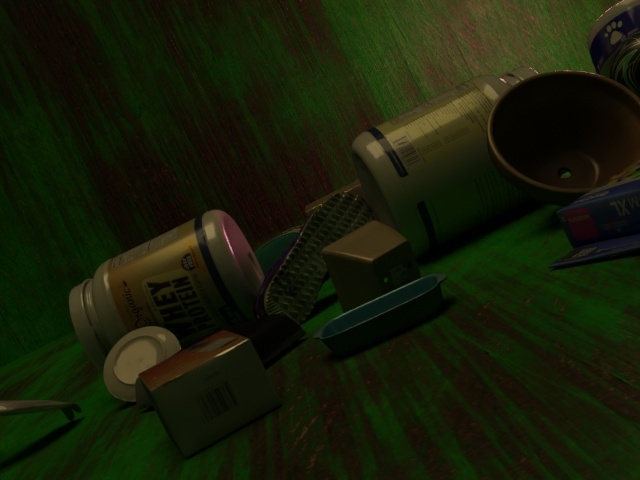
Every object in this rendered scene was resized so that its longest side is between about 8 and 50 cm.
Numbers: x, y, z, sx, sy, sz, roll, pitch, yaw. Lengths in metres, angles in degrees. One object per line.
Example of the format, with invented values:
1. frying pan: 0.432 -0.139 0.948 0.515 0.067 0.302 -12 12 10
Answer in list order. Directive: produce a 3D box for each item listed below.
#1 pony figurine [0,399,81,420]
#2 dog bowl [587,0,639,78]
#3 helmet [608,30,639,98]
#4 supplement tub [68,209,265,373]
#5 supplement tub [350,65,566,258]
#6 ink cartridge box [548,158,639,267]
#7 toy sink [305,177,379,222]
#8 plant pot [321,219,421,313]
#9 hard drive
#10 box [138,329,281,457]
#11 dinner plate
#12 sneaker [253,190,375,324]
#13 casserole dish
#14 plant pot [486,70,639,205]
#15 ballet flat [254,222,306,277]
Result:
1. pony figurine: -0.636 0.273 1.634 0.303 0.363 0.351 -32 -13 22
2. dog bowl: 0.749 -0.446 2.212 0.265 0.104 0.265 -7 -26 -3
3. helmet: 0.695 -0.364 2.060 0.169 0.161 0.169 -26 6 3
4. supplement tub: -0.272 0.105 1.779 0.316 0.228 0.228 -26 6 6
5. supplement tub: 0.240 -0.136 1.650 0.325 0.235 0.235 -26 6 -4
6. ink cartridge box: 0.416 -0.068 1.146 0.311 0.065 0.186 -31 7 -29
7. toy sink: 0.057 -0.024 1.873 0.131 0.153 0.234 -26 6 4
8. plant pot: 0.085 0.042 1.427 0.109 0.109 0.096 -29 18 -28
9. hard drive: -0.160 0.181 1.471 0.254 0.054 0.172 -21 8 42
10. box: -0.140 0.181 1.191 0.130 0.091 0.170 -28 6 -15
11. dinner plate: -0.300 0.202 1.624 0.141 0.141 0.017 -26 -37 0
12. sneaker: -0.026 0.036 1.686 0.293 0.102 0.146 -51 7 -27
13. casserole dish: 0.082 0.097 1.245 0.188 0.037 0.114 -26 6 8
14. plant pot: 0.362 -0.129 1.432 0.237 0.237 0.110 -27 -36 -13
15. ballet flat: 0.000 0.000 2.095 0.342 0.116 0.124 -35 -11 18
